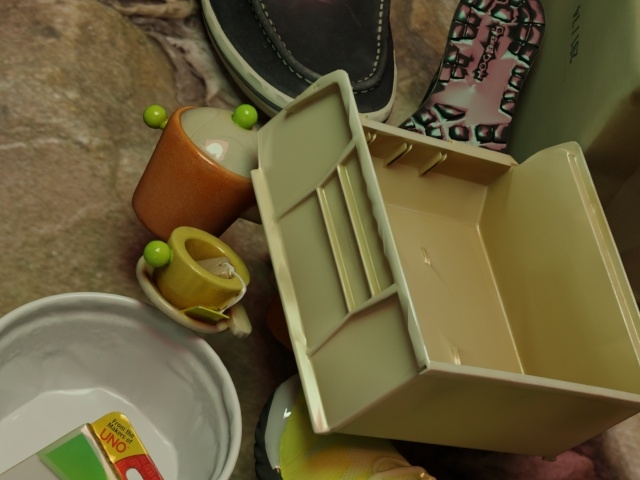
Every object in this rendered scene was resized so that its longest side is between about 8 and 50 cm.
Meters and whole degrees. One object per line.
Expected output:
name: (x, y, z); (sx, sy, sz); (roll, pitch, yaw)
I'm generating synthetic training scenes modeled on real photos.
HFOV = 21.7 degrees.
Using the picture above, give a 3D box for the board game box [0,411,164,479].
board game box: (-0.212, 0.227, 1.091); (0.259, 0.039, 0.124); (-31, 85, -6)

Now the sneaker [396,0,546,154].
sneaker: (0.124, -0.092, 1.532); (0.107, 0.124, 0.283); (27, 74, 7)

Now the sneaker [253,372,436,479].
sneaker: (0.090, 0.246, 1.191); (0.145, 0.147, 0.385); (-5, 57, -52)

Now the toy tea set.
toy tea set: (0.000, 0.000, 1.339); (0.336, 0.124, 0.200); (20, 29, -35)

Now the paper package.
paper package: (0.288, -0.147, 1.491); (0.168, 0.309, 0.325); (15, 51, -12)

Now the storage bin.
storage bin: (0.101, 0.021, 1.256); (0.262, 0.123, 0.260); (12, 53, -40)

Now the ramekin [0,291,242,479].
ramekin: (-0.169, 0.151, 1.219); (0.207, 0.109, 0.207); (10, 50, -12)

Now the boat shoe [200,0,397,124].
boat shoe: (-0.016, -0.310, 1.614); (0.186, 0.156, 0.500); (7, 52, -18)
